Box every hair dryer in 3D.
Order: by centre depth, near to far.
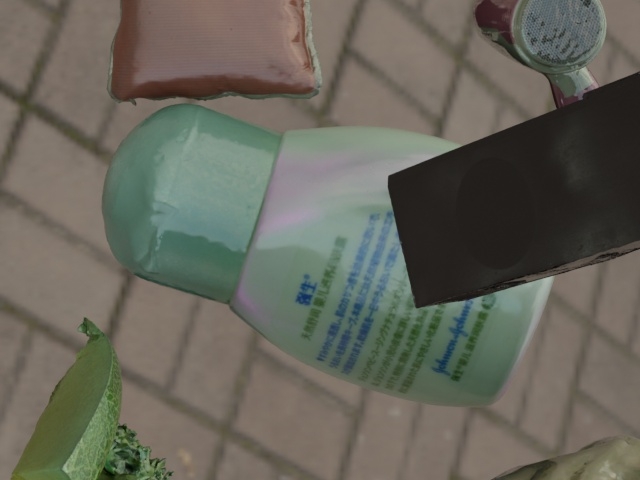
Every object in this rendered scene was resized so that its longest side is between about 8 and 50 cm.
[{"bbox_3d":[0.140,-0.076,1.049,0.054,0.106,0.154,-26,100,-7],"label":"hair dryer"}]

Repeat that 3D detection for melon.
[{"bbox_3d":[-0.242,0.166,1.829,0.053,0.114,0.262,51,24,-27],"label":"melon"}]

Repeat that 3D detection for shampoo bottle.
[{"bbox_3d":[0.000,0.000,1.458,0.151,0.349,0.222,-77,-175,-55],"label":"shampoo bottle"}]

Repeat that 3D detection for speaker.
[{"bbox_3d":[0.126,-0.027,0.965,0.044,0.218,0.082,-7,82,-40],"label":"speaker"}]

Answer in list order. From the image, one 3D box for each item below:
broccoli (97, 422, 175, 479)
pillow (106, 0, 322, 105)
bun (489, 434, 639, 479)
[{"bbox_3d":[-0.226,0.266,1.872,0.219,0.194,0.194,-16,100,-28],"label":"broccoli"},{"bbox_3d":[-0.085,-0.196,1.491,0.075,0.171,0.179,98,-8,-81],"label":"pillow"},{"bbox_3d":[0.185,0.258,1.347,0.359,0.359,0.211,-19,84,-45],"label":"bun"}]
